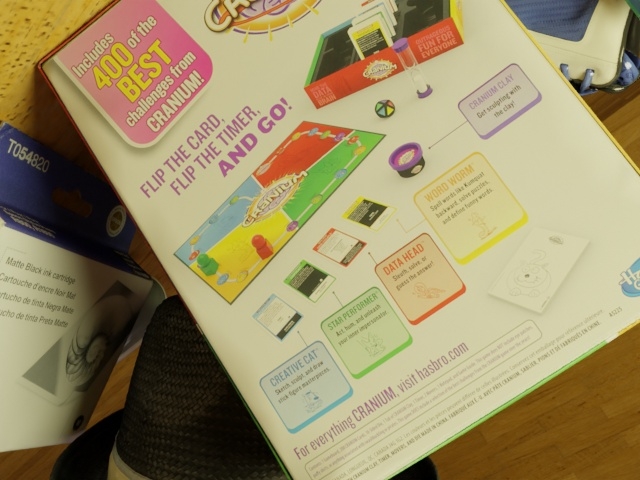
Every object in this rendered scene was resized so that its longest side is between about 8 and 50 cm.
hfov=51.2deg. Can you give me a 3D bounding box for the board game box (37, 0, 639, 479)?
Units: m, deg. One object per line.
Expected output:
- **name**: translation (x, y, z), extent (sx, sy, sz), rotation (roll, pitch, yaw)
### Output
- **board game box**: translation (0.015, -0.045, 0.388), extent (0.242, 0.316, 0.064), rotation (-35, 170, 9)

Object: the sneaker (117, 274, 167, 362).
- **sneaker**: translation (-0.271, 0.086, 0.678), extent (0.295, 0.124, 0.178), rotation (-24, 175, -37)

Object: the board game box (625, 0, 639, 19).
- **board game box**: translation (0.237, -0.269, 0.462), extent (0.047, 0.160, 0.210), rotation (-33, 168, -2)

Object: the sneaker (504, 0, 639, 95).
- **sneaker**: translation (0.207, -0.192, 0.654), extent (0.315, 0.182, 0.127), rotation (-39, 166, 28)

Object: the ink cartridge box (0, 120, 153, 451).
- **ink cartridge box**: translation (-0.211, 0.052, 0.516), extent (0.223, 0.045, 0.224), rotation (47, 63, -74)

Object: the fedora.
- **fedora**: translation (-0.060, 0.120, 0.543), extent (0.334, 0.152, 0.334), rotation (0, -176, 0)
